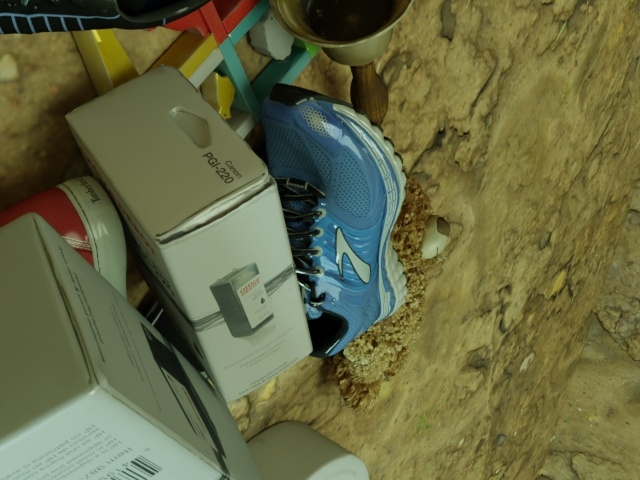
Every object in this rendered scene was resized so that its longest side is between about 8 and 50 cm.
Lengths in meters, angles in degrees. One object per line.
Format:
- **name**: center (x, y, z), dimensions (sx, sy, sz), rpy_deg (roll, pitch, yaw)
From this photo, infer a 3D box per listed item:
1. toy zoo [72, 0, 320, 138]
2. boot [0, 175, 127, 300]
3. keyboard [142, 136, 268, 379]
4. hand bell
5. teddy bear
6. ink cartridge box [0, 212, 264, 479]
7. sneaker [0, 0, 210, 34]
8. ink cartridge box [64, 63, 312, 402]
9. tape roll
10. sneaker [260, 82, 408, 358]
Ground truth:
- **toy zoo**: center (-0.088, -0.173, 0.654), dimensions (0.293, 0.030, 0.192), rpy_deg (-53, 147, -21)
- **boot**: center (-0.230, 0.080, 0.578), dimensions (0.176, 0.088, 0.244), rpy_deg (-25, 139, -29)
- **keyboard**: center (-0.070, 0.028, 0.819), dimensions (0.317, 0.033, 0.201), rpy_deg (-57, 142, -13)
- **hand bell**: center (0.041, -0.172, 0.745), dimensions (0.126, 0.126, 0.242), rpy_deg (-59, 160, -12)
- **teddy bear**: center (0.096, 0.074, 1.023), dimensions (0.245, 0.113, 0.338), rpy_deg (-9, 118, -56)
- **ink cartridge box**: center (-0.187, 0.153, 0.514), dimensions (0.223, 0.129, 0.307), rpy_deg (-30, 147, -3)
- **sneaker**: center (-0.166, -0.163, 0.460), dimensions (0.232, 0.090, 0.081), rpy_deg (-18, 113, -40)
- **ink cartridge box**: center (-0.093, 0.001, 0.600), dimensions (0.092, 0.158, 0.218), rpy_deg (-30, 144, -18)
- **tape roll**: center (-0.057, 0.384, 1.012), dimensions (0.286, 0.100, 0.286), rpy_deg (-36, 139, -40)
- **sneaker**: center (0.000, 0.000, 0.757), dimensions (0.147, 0.129, 0.330), rpy_deg (-46, 140, -29)
